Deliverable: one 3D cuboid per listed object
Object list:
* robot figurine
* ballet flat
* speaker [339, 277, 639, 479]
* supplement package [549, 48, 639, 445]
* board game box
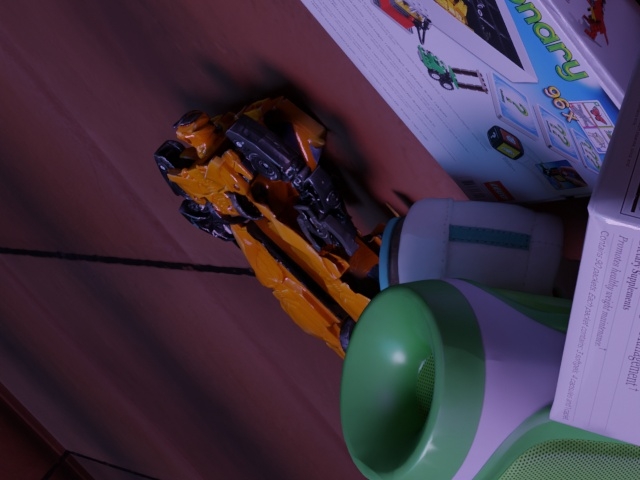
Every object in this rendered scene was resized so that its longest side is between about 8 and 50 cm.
[{"bbox_3d":[0.000,0.000,1.173,0.291,0.085,0.211,47,155,-18],"label":"robot figurine"},{"bbox_3d":[0.159,0.098,1.051,0.139,0.139,0.400,24,162,33],"label":"ballet flat"},{"bbox_3d":[0.165,0.097,0.877,0.297,0.131,0.131,9,170,-27],"label":"speaker"},{"bbox_3d":[0.230,0.010,0.705,0.203,0.149,0.194,15,149,13],"label":"supplement package"},{"bbox_3d":[0.067,-0.146,0.852,0.305,0.053,0.193,48,155,-19],"label":"board game box"}]
